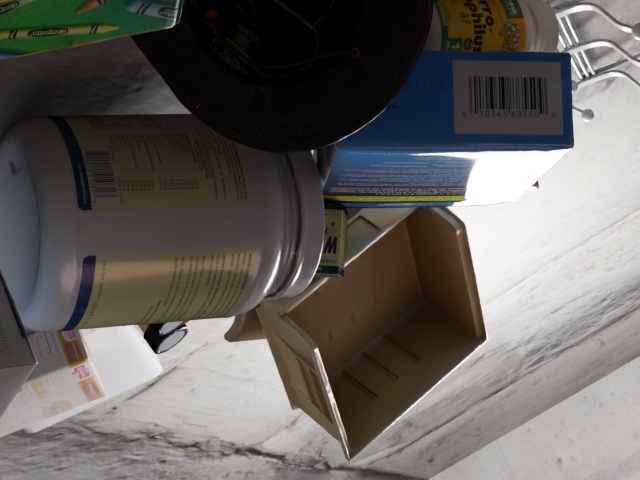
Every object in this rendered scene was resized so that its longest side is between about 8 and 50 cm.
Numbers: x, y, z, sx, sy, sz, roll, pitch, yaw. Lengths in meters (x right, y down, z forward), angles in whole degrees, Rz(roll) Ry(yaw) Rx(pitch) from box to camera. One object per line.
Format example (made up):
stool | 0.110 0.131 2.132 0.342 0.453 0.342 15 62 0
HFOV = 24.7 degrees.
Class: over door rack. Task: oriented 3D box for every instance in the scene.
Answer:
over door rack | 0.449 -0.278 1.882 0.324 0.108 0.239 -30 155 10

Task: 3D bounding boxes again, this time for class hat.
hat | -0.027 -0.257 1.424 0.331 0.331 0.134 -44 -173 35

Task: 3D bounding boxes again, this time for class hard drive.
hard drive | -0.377 0.162 2.071 0.233 0.047 0.353 -24 154 -1

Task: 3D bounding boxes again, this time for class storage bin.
storage bin | 0.070 0.099 1.895 0.262 0.123 0.260 -38 140 -20

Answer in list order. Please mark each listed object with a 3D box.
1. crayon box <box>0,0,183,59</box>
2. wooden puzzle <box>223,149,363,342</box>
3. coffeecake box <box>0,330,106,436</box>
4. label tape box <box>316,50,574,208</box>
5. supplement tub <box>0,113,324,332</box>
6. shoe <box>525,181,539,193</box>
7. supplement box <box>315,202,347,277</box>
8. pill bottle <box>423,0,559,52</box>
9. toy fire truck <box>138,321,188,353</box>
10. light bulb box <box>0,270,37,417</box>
crayon box | -0.272 -0.243 1.239 0.278 0.165 0.081 -14 153 -20
wooden puzzle | 0.027 -0.034 1.915 0.322 0.080 0.348 -2 119 -46
coffeecake box | -0.396 0.192 1.975 0.185 0.068 0.142 -21 154 -8
label tape box | 0.124 -0.116 1.650 0.249 0.115 0.348 -1 172 -4
supplement tub | -0.183 -0.024 1.633 0.324 0.235 0.235 -3 148 -28
shoe | 0.229 -0.108 2.088 0.219 0.058 0.076 8 171 -43
supplement box | 0.000 0.000 1.746 0.056 0.083 0.083 3 175 6
pill bottle | 0.172 -0.237 1.701 0.208 0.118 0.117 -6 149 -34
toy fire truck | -0.136 0.029 1.939 0.246 0.158 0.217 -32 162 -23
light bulb box | -0.486 0.073 1.435 0.225 0.358 0.361 -6 151 -37
